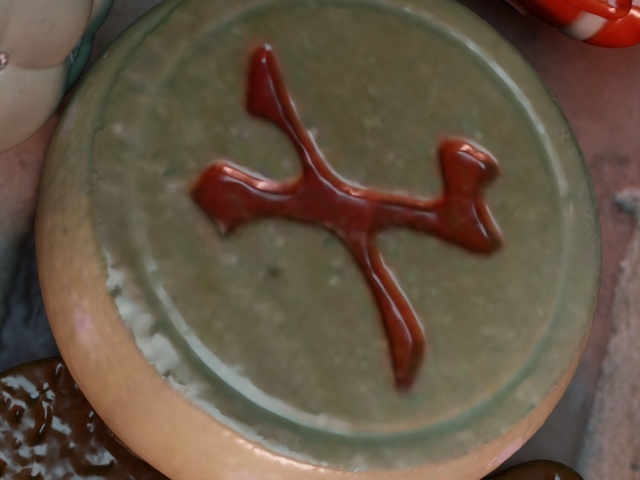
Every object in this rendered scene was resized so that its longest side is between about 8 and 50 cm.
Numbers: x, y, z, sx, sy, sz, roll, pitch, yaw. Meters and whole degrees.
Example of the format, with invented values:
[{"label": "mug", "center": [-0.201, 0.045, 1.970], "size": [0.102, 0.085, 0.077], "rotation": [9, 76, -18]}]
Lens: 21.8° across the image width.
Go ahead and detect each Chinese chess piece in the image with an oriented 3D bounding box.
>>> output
[{"label": "Chinese chess piece", "center": [0.000, 0.000, 0.987], "size": [0.338, 0.140, 0.338], "rotation": [6, 71, -16]}]

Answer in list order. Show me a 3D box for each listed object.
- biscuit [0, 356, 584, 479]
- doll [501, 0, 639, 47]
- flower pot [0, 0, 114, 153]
[{"label": "biscuit", "center": [-0.034, 0.194, 1.028], "size": [0.432, 0.064, 0.283], "rotation": [19, 69, -11]}, {"label": "doll", "center": [0.097, -0.195, 1.048], "size": [0.336, 0.200, 0.105], "rotation": [25, 107, -10]}, {"label": "flower pot", "center": [-0.235, -0.158, 0.935], "size": [0.246, 0.195, 0.246], "rotation": [2, 81, -10]}]
